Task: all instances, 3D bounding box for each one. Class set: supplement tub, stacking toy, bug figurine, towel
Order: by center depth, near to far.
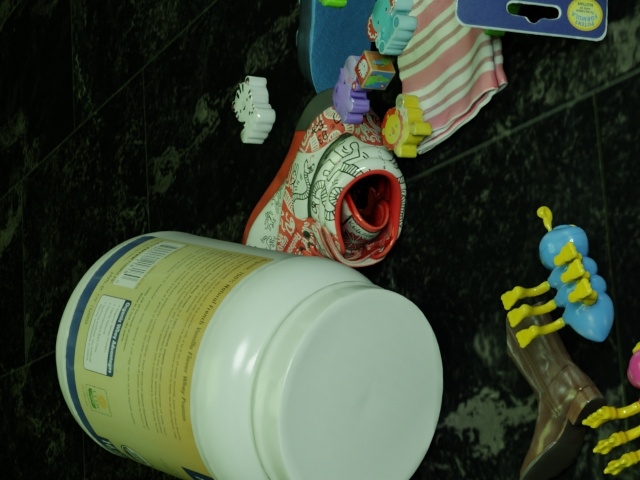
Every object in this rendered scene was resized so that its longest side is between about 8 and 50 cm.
[{"bbox_3d":[0.237,0.030,0.943,0.279,0.072,0.216,-42,57,50],"label":"bug figurine"},{"bbox_3d":[0.043,-0.152,1.188,0.221,0.167,0.052,-55,41,44],"label":"stacking toy"},{"bbox_3d":[0.103,-0.190,1.283,0.144,0.029,0.197,-39,54,56],"label":"towel"},{"bbox_3d":[-0.067,0.117,1.333,0.316,0.228,0.228,10,97,47],"label":"supplement tub"}]

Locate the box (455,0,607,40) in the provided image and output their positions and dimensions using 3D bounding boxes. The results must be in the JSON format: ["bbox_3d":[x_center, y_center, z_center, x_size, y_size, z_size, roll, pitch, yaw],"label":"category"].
[{"bbox_3d":[0.151,-0.261,1.064,0.036,0.136,0.225,5,93,63],"label":"box"}]

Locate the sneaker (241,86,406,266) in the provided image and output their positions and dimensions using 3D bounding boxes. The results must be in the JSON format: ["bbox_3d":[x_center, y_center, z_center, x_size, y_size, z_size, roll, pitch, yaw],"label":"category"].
[{"bbox_3d":[-0.001,-0.001,1.414,0.270,0.090,0.145,-67,30,31],"label":"sneaker"}]

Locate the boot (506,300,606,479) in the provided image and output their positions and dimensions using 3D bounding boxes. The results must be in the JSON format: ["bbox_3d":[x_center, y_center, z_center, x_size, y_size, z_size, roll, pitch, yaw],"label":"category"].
[{"bbox_3d":[0.164,0.116,1.126,0.106,0.037,0.114,-57,41,26],"label":"boot"}]

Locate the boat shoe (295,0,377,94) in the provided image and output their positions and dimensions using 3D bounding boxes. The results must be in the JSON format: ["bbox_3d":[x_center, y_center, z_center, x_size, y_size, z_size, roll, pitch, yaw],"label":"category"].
[{"bbox_3d":[0.008,-0.268,1.399,0.089,0.109,0.258,-127,48,-57],"label":"boat shoe"}]
